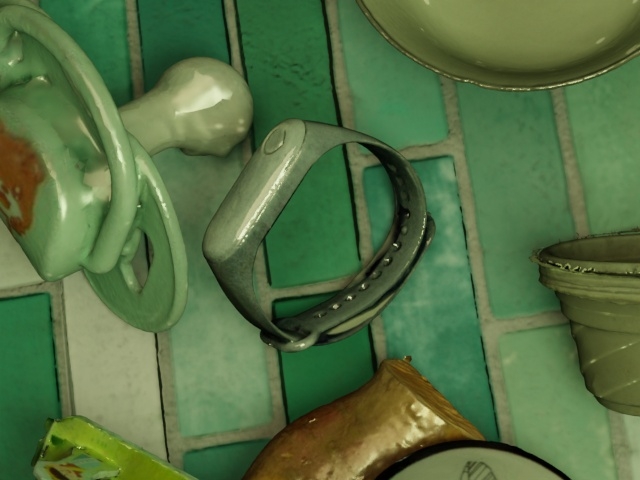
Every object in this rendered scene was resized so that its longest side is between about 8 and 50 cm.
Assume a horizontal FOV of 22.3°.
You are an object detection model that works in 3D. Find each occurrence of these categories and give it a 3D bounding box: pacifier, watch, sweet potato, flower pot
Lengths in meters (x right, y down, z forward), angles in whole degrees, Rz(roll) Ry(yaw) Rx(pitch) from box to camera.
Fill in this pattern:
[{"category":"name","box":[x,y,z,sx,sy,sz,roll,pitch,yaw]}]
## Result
[{"category":"pacifier","box":[-0.177,-0.097,1.474,0.269,0.288,0.343,-30,74,-28]},{"category":"watch","box":[0.000,0.000,1.438,0.068,0.193,0.206,21,79,56]},{"category":"sweet potato","box":[-0.021,0.235,1.398,0.337,0.131,0.131,-38,72,0]},{"category":"flower pot","box":[0.295,0.068,1.364,0.236,0.235,0.140,1,99,9]}]

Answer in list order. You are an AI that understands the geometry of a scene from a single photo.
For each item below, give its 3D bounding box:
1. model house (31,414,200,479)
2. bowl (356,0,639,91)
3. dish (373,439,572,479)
[{"category":"model house","box":[-0.186,0.363,1.241,0.340,0.324,0.300,27,107,16]},{"category":"bowl","box":[0.191,-0.267,1.489,0.337,0.157,0.337,-3,73,9]},{"category":"dish","box":[0.117,0.323,1.321,0.316,0.106,0.316,12,65,-28]}]
